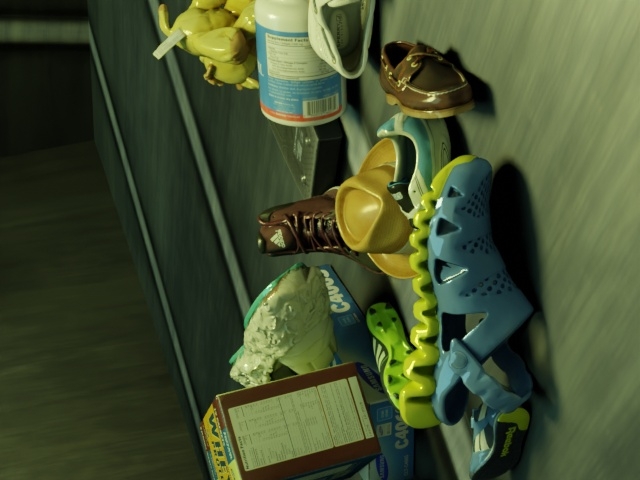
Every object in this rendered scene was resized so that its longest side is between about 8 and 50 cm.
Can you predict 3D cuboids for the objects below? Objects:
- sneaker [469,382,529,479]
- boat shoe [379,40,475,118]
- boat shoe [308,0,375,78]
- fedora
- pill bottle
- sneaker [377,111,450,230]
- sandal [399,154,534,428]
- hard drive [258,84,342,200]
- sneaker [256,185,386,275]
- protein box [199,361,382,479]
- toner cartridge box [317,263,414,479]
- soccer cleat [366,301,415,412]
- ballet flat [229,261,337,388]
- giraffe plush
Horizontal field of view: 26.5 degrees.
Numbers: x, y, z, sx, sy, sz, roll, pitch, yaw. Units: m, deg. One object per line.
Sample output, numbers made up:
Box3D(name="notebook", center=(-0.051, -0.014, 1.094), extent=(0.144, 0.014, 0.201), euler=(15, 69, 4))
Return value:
Box3D(name="sneaker", center=(0.201, 0.223, 1.573), extent=(0.144, 0.053, 0.059), euler=(104, 150, -41))
Box3D(name="boat shoe", center=(0.112, -0.184, 1.532), extent=(0.207, 0.073, 0.073), euler=(-145, 43, -67))
Box3D(name="boat shoe", center=(0.029, -0.325, 1.683), extent=(0.096, 0.098, 0.277), euler=(-120, 14, -46))
Box3D(name="fedora", center=(0.074, -0.037, 1.691), extent=(0.194, 0.079, 0.194), euler=(21, 116, 55))
Box3D(name="pill bottle", center=(-0.027, -0.278, 1.848), extent=(0.124, 0.124, 0.221), euler=(-126, 29, -55))
Box3D(name="sneaker", center=(0.125, -0.035, 1.572), extent=(0.085, 0.086, 0.237), euler=(179, 74, -73))
Box3D(name="sandal", center=(0.170, 0.063, 1.475), extent=(0.138, 0.126, 0.317), euler=(10, 112, 27))
Box3D(name="hard drive", center=(-0.032, -0.192, 2.057), extent=(0.172, 0.054, 0.255), euler=(98, 155, -50))
Box3D(name="sneaker", center=(0.000, 0.000, 1.890), extent=(0.281, 0.162, 0.106), euler=(-153, 53, -70))
Box3D(name="protein box", center=(-0.047, 0.280, 1.917), extent=(0.200, 0.201, 0.136), euler=(121, 134, -67))
Box3D(name="toner cartridge box", center=(0.041, 0.198, 2.059), extent=(0.348, 0.075, 0.165), euler=(-125, 26, -53))
Box3D(name="soccer cleat", center=(0.104, 0.167, 1.868), extent=(0.072, 0.060, 0.179), euler=(83, 173, -53))
Box3D(name="ballet flat", center=(-0.038, 0.148, 1.986), extent=(0.409, 0.147, 0.147), euler=(117, 138, -69))
Box3D(name="giraffe plush", center=(-0.149, -0.320, 2.211), extent=(0.181, 0.210, 0.170), euler=(64, -172, 31))
